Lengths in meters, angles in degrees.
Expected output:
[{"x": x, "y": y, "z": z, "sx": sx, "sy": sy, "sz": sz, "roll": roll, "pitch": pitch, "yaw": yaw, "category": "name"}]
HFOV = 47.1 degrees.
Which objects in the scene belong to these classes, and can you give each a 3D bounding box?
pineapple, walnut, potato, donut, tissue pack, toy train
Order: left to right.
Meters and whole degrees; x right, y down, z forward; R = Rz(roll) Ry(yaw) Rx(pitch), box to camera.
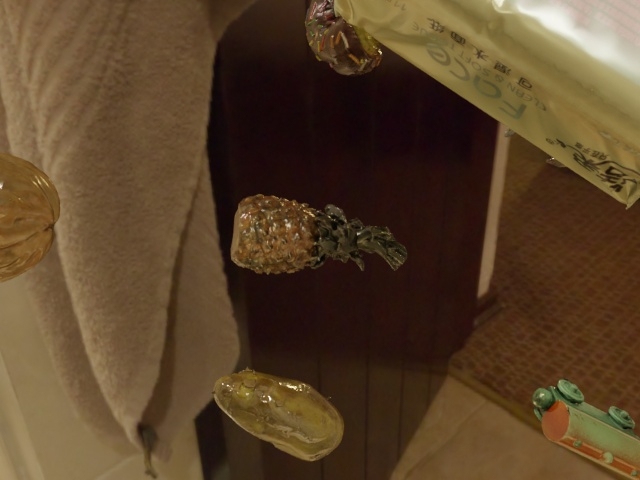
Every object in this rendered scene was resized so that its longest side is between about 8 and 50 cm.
[{"x": -0.488, "y": -0.031, "z": 1.021, "sx": 0.245, "sy": 0.198, "sz": 0.198, "roll": 4, "pitch": 32, "yaw": -8, "category": "walnut"}, {"x": -0.082, "y": 0.355, "z": 1.524, "sx": 0.296, "sy": 0.192, "sz": 0.141, "roll": 27, "pitch": 66, "yaw": -13, "category": "potato"}, {"x": 0.000, "y": 0.000, "z": 1.311, "sx": 0.310, "sy": 0.141, "sz": 0.170, "roll": 6, "pitch": -4, "yaw": -10, "category": "pineapple"}, {"x": 0.054, "y": -0.385, "z": 1.169, "sx": 0.096, "sy": 0.230, "sz": 0.216, "roll": 14, "pitch": 30, "yaw": -28, "category": "donut"}, {"x": 0.264, "y": -0.286, "z": 0.756, "sx": 0.405, "sy": 0.205, "sz": 0.331, "roll": 36, "pitch": 80, "yaw": 9, "category": "tissue pack"}, {"x": 0.590, "y": 0.417, "z": 1.591, "sx": 0.286, "sy": 0.116, "sz": 0.177, "roll": 28, "pitch": 22, "yaw": -16, "category": "toy train"}]

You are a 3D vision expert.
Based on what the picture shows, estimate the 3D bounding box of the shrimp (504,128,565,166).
[{"x": 0.689, "y": -0.313, "z": 2.050, "sx": 0.361, "sy": 0.246, "sz": 0.085, "roll": -11, "pitch": 1, "yaw": -6, "category": "shrimp"}]
